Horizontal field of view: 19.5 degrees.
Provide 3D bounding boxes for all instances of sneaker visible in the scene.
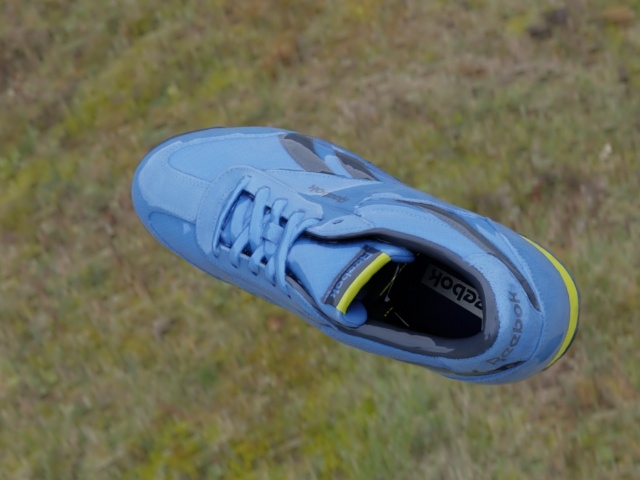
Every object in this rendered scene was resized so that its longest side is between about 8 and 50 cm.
[{"bbox_3d":[0.000,0.000,0.740,0.209,0.082,0.069,22,99,27],"label":"sneaker"}]
